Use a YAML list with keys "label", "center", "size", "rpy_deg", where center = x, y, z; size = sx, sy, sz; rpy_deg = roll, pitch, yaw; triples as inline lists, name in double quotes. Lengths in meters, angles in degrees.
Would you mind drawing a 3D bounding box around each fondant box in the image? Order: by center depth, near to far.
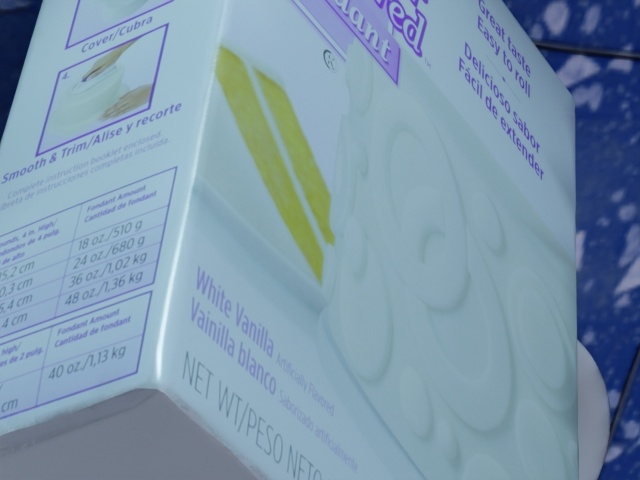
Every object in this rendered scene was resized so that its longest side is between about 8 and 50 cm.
- label: "fondant box"
  center: [0.000, 0.000, 0.651]
  size: [0.096, 0.330, 0.238]
  rpy_deg: [-22, 131, 27]

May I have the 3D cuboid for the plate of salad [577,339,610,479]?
- label: "plate of salad"
  center: [0.065, 0.125, 0.920]
  size: [0.200, 0.048, 0.200]
  rpy_deg: [-11, 121, -18]
